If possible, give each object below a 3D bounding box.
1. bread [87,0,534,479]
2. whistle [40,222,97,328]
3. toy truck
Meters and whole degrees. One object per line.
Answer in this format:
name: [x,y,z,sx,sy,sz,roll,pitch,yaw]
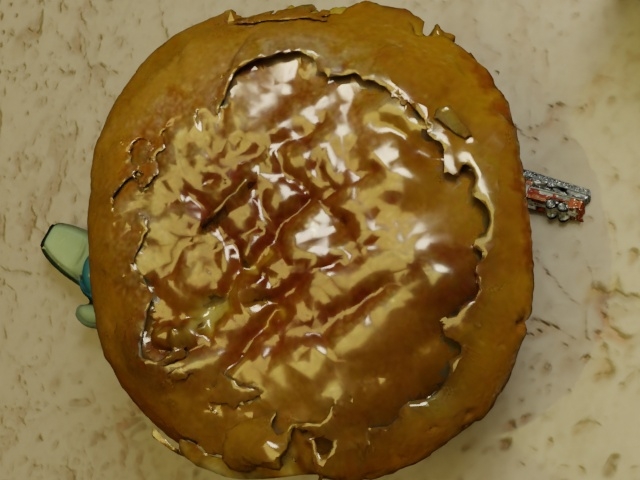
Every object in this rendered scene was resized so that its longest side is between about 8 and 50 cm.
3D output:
bread: [-0.001,0.003,0.825,0.337,0.204,0.358,-3,83,16]
whistle: [-0.178,0.045,1.000,0.236,0.077,0.114,27,89,31]
toy truck: [0.176,-0.039,0.853,0.083,0.024,0.032,17,72,25]
